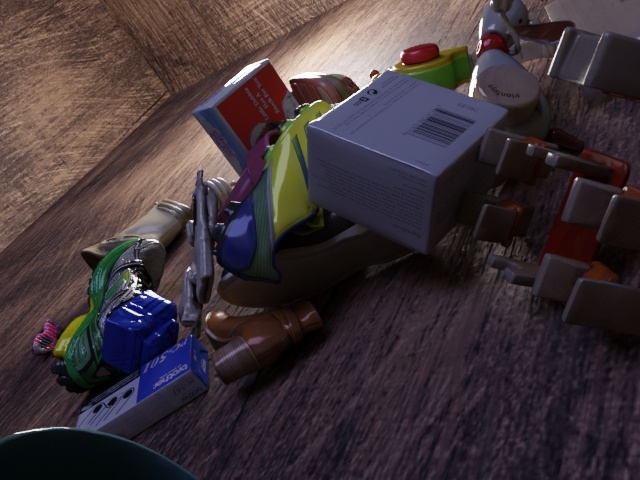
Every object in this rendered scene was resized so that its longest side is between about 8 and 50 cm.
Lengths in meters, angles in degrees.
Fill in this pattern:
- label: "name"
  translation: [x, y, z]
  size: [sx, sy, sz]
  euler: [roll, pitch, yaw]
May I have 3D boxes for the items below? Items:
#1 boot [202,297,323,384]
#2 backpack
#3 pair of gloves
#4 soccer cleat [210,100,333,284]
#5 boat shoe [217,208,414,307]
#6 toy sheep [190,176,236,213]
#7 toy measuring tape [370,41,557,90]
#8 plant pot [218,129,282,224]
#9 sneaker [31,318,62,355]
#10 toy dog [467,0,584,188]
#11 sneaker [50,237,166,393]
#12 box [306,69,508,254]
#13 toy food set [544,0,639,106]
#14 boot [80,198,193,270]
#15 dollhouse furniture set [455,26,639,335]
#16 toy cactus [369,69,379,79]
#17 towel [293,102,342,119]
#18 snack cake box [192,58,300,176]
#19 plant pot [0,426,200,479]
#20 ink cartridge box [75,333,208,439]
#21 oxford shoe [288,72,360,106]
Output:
- label: "boot"
  translation: [-0.078, 0.119, 0.957]
  size: [0.152, 0.072, 0.197]
  euler: [-29, 21, -6]
- label: "backpack"
  translation: [-0.274, 0.145, 1.091]
  size: [0.097, 0.101, 0.120]
  euler: [-68, -8, 30]
- label: "pair of gloves"
  translation: [-0.193, 0.031, 1.075]
  size: [0.240, 0.042, 0.204]
  euler: [115, 157, -56]
- label: "soccer cleat"
  translation: [-0.036, -0.065, 0.928]
  size: [0.289, 0.121, 0.093]
  euler: [-61, -9, -26]
- label: "boat shoe"
  translation: [0.000, 0.000, 0.975]
  size: [0.325, 0.116, 0.096]
  euler: [-23, 50, 17]
- label: "toy sheep"
  translation: [-0.244, -0.101, 1.572]
  size: [0.091, 0.091, 0.132]
  euler: [-5, 32, 50]
- label: "toy measuring tape"
  translation: [0.245, -0.299, 1.218]
  size: [0.330, 0.121, 0.121]
  euler: [-7, 32, 19]
- label: "plant pot"
  translation: [-0.070, -0.046, 1.118]
  size: [0.180, 0.201, 0.201]
  euler: [-44, 19, 21]
- label: "sneaker"
  translation: [-0.601, 0.221, 1.499]
  size: [0.057, 0.047, 0.119]
  euler: [-46, 17, 14]
- label: "toy dog"
  translation: [0.292, -0.223, 0.969]
  size: [0.220, 0.161, 0.333]
  euler: [87, -163, -74]
- label: "sneaker"
  translation: [-0.340, 0.122, 1.249]
  size: [0.146, 0.134, 0.343]
  euler: [-17, 38, 23]
- label: "box"
  translation: [0.105, -0.103, 0.854]
  size: [0.182, 0.119, 0.181]
  euler: [26, 47, 27]
- label: "toy food set"
  translation: [0.479, -0.331, 1.047]
  size: [0.220, 0.092, 0.306]
  euler: [-24, 34, 23]
- label: "boot"
  translation: [-0.430, -0.005, 1.623]
  size: [0.262, 0.095, 0.203]
  euler: [-7, 37, 46]
- label: "dollhouse furniture set"
  translation: [0.271, -0.063, 0.675]
  size: [0.262, 0.135, 0.259]
  euler: [-116, 39, -67]
- label: "toy cactus"
  translation: [0.096, -0.236, 1.366]
  size: [0.180, 0.112, 0.219]
  euler: [-39, 31, 19]
- label: "towel"
  translation: [0.082, -0.164, 1.135]
  size: [0.187, 0.049, 0.282]
  euler: [-7, 33, -17]
- label: "snack cake box"
  translation: [-0.092, -0.178, 1.278]
  size: [0.152, 0.264, 0.089]
  euler: [-45, 24, -23]
- label: "plant pot"
  translation: [-0.177, 0.314, 0.454]
  size: [0.235, 0.293, 0.293]
  euler: [-50, 22, 9]
- label: "ink cartridge box"
  translation: [-0.259, 0.228, 1.005]
  size: [0.207, 0.046, 0.097]
  euler: [-33, 25, 6]
- label: "oxford shoe"
  translation: [0.019, -0.325, 1.525]
  size: [0.147, 0.140, 0.397]
  euler: [-31, 13, -5]
